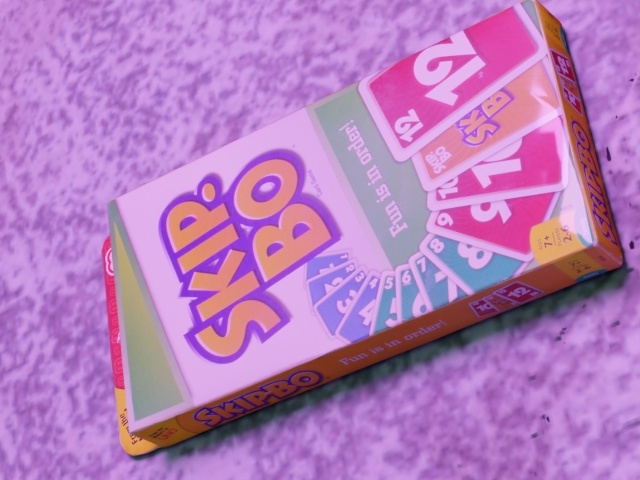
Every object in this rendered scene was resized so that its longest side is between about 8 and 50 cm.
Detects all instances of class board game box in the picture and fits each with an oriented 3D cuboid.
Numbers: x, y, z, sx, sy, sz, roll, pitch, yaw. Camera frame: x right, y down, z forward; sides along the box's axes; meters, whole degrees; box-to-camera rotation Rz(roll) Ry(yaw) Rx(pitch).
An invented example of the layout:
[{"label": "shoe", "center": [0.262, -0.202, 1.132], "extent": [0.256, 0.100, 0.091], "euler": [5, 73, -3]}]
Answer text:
[{"label": "board game box", "center": [0.000, 0.000, 0.745], "extent": [0.259, 0.039, 0.124], "euler": [-25, 58, 27]}]
